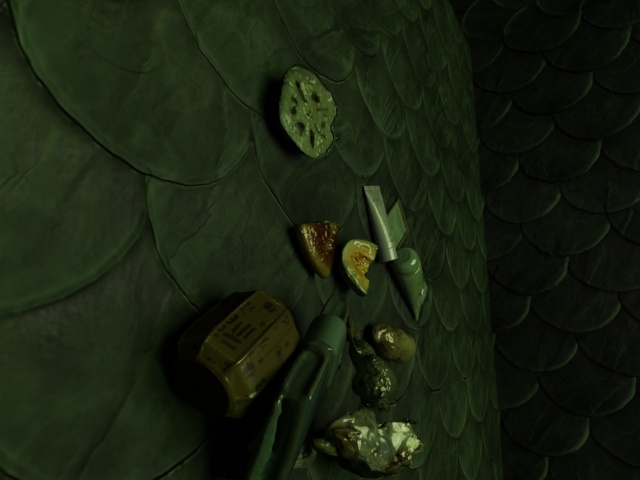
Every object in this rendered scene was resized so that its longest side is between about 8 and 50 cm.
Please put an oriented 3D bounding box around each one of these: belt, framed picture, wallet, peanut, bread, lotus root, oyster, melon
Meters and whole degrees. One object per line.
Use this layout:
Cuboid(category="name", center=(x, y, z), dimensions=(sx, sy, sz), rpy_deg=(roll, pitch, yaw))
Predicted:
Cuboid(category="belt", center=(-0.082, 0.409, 0.794), dimensions=(0.232, 0.053, 0.071), rpy_deg=(17, 70, -56))
Cuboid(category="framed picture", center=(0.255, -0.044, 1.470), dimensions=(0.201, 0.010, 0.135), rpy_deg=(-49, 125, -50))
Cuboid(category="wallet", center=(-0.021, 0.252, 0.761), dimensions=(0.360, 0.083, 0.252), rpy_deg=(-51, 161, -67))
Cuboid(category="peanut", center=(0.210, 0.301, 1.256), dimensions=(0.228, 0.086, 0.104), rpy_deg=(30, 50, -50))
Cuboid(category="bread", center=(-0.004, 0.023, 0.998), dimensions=(0.154, 0.054, 0.135), rpy_deg=(-13, 93, -53))
Cuboid(category="lotus root", center=(-0.045, -0.285, 0.979), dimensions=(0.203, 0.078, 0.183), rpy_deg=(51, 55, -34))
Cuboid(category="oyster", center=(0.107, 0.433, 0.930), dimensions=(0.337, 0.198, 0.133), rpy_deg=(51, 27, -47))
Cuboid(category="melon", center=(0.086, 0.064, 1.123), dimensions=(0.128, 0.079, 0.160), rpy_deg=(40, 50, -24))

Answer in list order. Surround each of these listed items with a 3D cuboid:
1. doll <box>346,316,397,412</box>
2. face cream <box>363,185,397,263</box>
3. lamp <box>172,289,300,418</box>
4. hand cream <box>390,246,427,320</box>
Cuboid(category="doll", center=(0.088, 0.249, 0.943), dimensions=(0.285, 0.091, 0.202), rpy_deg=(-113, -173, -48))
Cuboid(category="face cream", center=(0.183, -0.050, 1.318), dimensions=(0.092, 0.058, 0.243), rpy_deg=(-10, 86, -54))
Cuboid(category="lamp", center=(-0.129, 0.173, 0.675), dimensions=(0.185, 0.162, 0.161), rpy_deg=(-42, 119, -55))
Cuboid(category="hand cream", center=(0.310, 0.141, 1.462), dimensions=(0.305, 0.093, 0.147), rpy_deg=(60, 40, -46))
